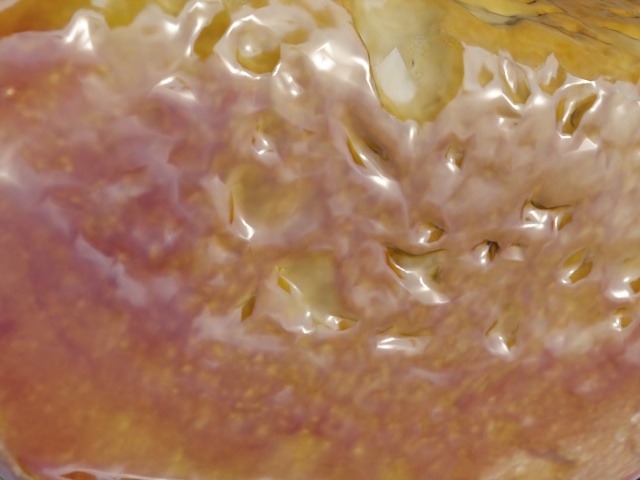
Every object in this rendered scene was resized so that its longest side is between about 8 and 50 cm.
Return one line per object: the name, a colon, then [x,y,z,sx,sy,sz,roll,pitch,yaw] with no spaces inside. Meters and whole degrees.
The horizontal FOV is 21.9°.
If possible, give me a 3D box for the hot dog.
hot dog: [0.000,-0.001,0.596,0.405,0.185,0.223,10,107,-19]
